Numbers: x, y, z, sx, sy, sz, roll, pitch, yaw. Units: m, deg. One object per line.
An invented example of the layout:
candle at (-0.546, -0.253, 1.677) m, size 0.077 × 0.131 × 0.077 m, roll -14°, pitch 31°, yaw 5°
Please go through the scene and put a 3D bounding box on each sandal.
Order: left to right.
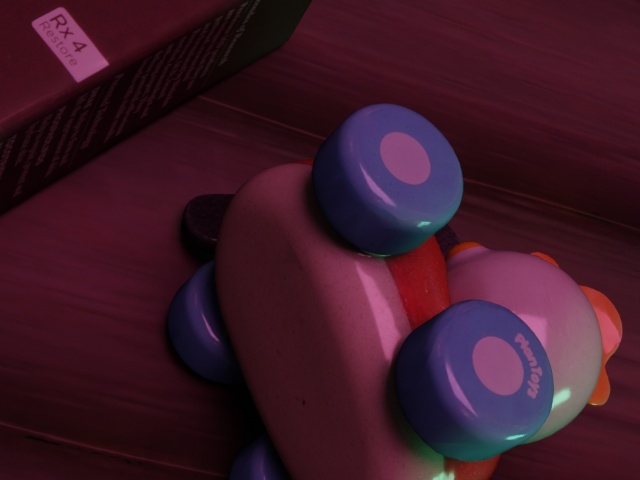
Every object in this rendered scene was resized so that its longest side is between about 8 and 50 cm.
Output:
sandal at (0.000, 0.000, 0.833) m, size 0.179 × 0.040 × 0.067 m, roll 3°, pitch 37°, yaw -10°

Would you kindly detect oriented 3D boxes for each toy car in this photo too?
toy car at (0.074, 0.046, 0.747) m, size 0.238 × 0.219 × 0.210 m, roll -10°, pitch 69°, yaw -37°

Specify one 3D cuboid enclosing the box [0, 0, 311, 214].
box at (-0.181, -0.141, 0.762) m, size 0.191 × 0.143 × 0.381 m, roll 49°, pitch 55°, yaw 4°
